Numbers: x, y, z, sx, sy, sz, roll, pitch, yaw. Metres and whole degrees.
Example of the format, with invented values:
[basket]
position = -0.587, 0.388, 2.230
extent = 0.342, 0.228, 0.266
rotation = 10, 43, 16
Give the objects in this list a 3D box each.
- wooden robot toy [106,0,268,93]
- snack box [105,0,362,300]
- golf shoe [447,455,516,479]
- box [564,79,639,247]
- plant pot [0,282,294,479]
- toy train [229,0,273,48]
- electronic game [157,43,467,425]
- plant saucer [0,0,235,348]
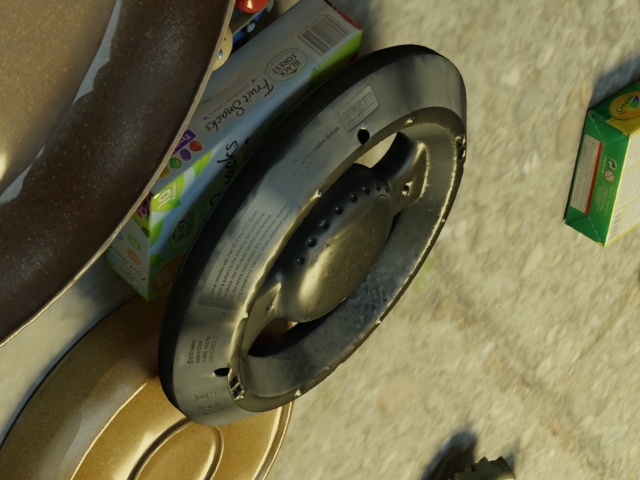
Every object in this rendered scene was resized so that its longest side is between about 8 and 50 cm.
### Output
[wooden robot toy]
position = -0.044, -0.122, 0.754
extent = 0.173, 0.076, 0.079
rotation = -60, 161, 7
[snack box]
position = -0.043, -0.045, 0.834
extent = 0.141, 0.037, 0.100
rotation = -40, 160, -25
[golf shoe]
position = 0.102, 0.297, 1.317
extent = 0.105, 0.120, 0.273
rotation = 3, 115, -54
[box]
position = 0.255, -0.079, 1.252
extent = 0.179, 0.043, 0.105
rotation = -28, 140, -36
[plant pot]
position = -0.090, 0.124, 0.957
extent = 0.236, 0.032, 0.236
rotation = -35, 144, -31
[toy train]
position = -0.012, -0.137, 0.824
extent = 0.158, 0.027, 0.036
rotation = -43, 158, -21
[electronic game]
position = 0.000, 0.000, 0.889
extent = 0.229, 0.048, 0.229
rotation = -43, 156, -25
[plant saucer]
position = -0.145, -0.074, 0.596
extent = 0.310, 0.050, 0.310
rotation = -38, 147, -30
